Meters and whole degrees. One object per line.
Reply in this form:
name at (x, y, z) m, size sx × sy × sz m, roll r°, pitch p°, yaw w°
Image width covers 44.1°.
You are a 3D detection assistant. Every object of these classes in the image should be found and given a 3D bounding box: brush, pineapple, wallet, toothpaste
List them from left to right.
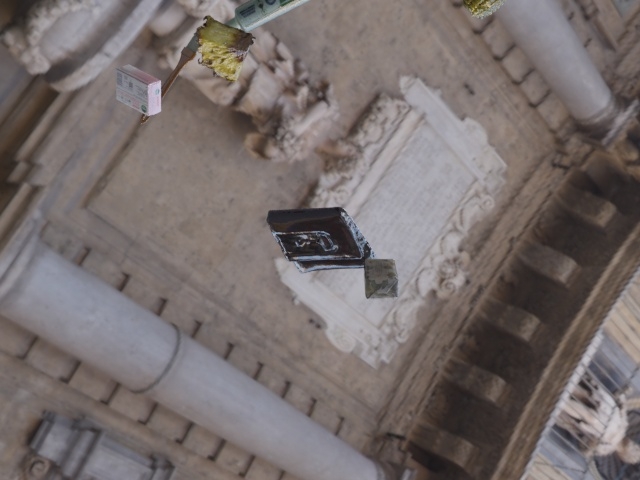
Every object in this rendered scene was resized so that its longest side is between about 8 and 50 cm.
brush at (-0.416, -0.458, 2.218) m, size 0.314 × 0.017 × 0.090 m, roll -55°, pitch -144°, yaw 3°
pineapple at (-0.176, -0.368, 1.524) m, size 0.116 × 0.137 × 0.069 m, roll -7°, pitch -127°, yaw 25°
toothpaste at (-0.068, -0.605, 1.918) m, size 0.392 × 0.099 × 0.061 m, roll -26°, pitch 178°, yaw 11°
wallet at (0.000, 0.000, 1.755) m, size 0.229 × 0.182 × 0.049 m, roll -4°, pitch -141°, yaw 41°

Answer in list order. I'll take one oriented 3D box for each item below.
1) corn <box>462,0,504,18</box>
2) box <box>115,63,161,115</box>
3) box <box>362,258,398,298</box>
corn at (0.467, -0.693, 1.906) m, size 0.344 × 0.131 × 0.131 m, roll -52°, pitch -153°, yaw 39°
box at (-0.458, -0.378, 1.985) m, size 0.125 × 0.089 × 0.043 m, roll 31°, pitch -139°, yaw 25°
box at (0.108, 0.069, 1.431) m, size 0.062 × 0.045 × 0.098 m, roll -2°, pitch -160°, yaw 0°
